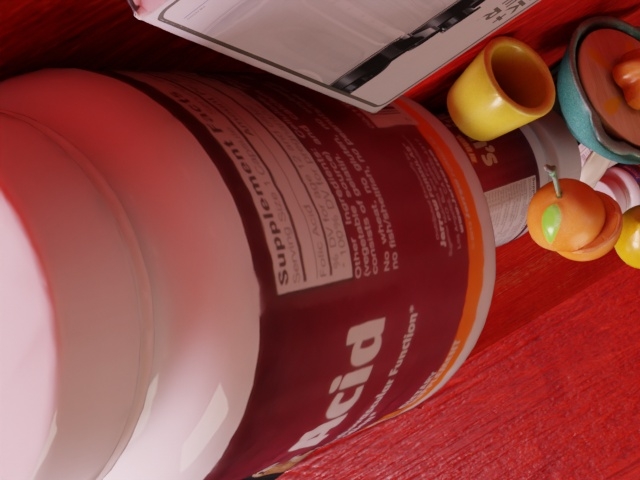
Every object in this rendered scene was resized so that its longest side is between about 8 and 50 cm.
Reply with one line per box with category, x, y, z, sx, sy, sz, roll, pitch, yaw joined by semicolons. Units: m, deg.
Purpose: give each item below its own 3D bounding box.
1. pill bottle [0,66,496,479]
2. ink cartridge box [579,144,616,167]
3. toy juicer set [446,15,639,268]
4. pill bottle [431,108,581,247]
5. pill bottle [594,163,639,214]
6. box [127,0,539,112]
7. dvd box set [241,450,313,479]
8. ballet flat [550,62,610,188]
pill bottle;-0.082;0.022;0.788;0.224;0.224;0.392;-37;166;28
ink cartridge box;0.387;-0.161;1.564;0.235;0.056;0.171;-28;168;-26
toy juicer set;0.264;-0.087;1.202;0.329;0.209;0.089;-19;167;-42
pill bottle;0.107;-0.045;1.207;0.221;0.121;0.121;-19;163;-43
pill bottle;0.398;-0.064;1.918;0.137;0.078;0.078;-21;165;-38
box;0.026;-0.153;0.665;0.169;0.087;0.290;-33;168;14
dvd box set;-0.197;0.261;1.676;0.308;0.062;0.420;-40;154;31
ballet flat;0.208;-0.072;1.397;0.095;0.096;0.280;-27;168;-20
